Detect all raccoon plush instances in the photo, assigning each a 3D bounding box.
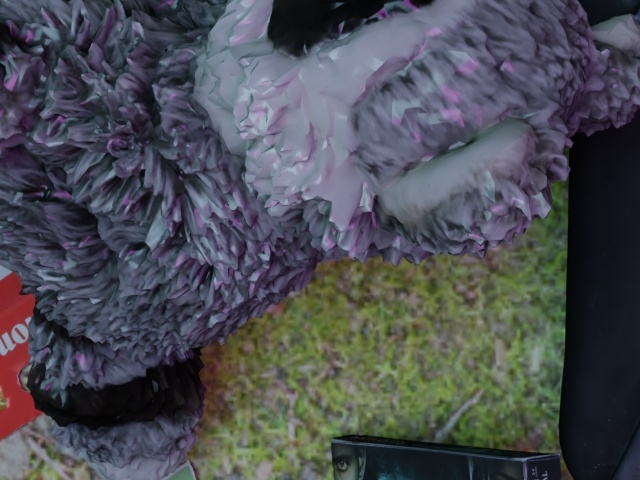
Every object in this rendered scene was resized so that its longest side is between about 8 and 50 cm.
[{"bbox_3d":[0.000,0.000,0.666,0.299,0.446,0.216,21,59,23],"label":"raccoon plush"}]

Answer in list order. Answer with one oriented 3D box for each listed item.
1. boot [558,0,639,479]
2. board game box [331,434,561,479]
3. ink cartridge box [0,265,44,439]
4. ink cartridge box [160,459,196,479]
[{"bbox_3d":[0.060,-0.103,0.732,0.445,0.146,0.367,26,100,20],"label":"boot"},{"bbox_3d":[0.066,0.174,0.731,0.186,0.026,0.126,-9,84,58],"label":"board game box"},{"bbox_3d":[-0.227,0.007,0.893,0.181,0.056,0.224,-33,76,18],"label":"ink cartridge box"},{"bbox_3d":[-0.094,0.283,0.831,0.171,0.056,0.235,-37,51,16],"label":"ink cartridge box"}]
